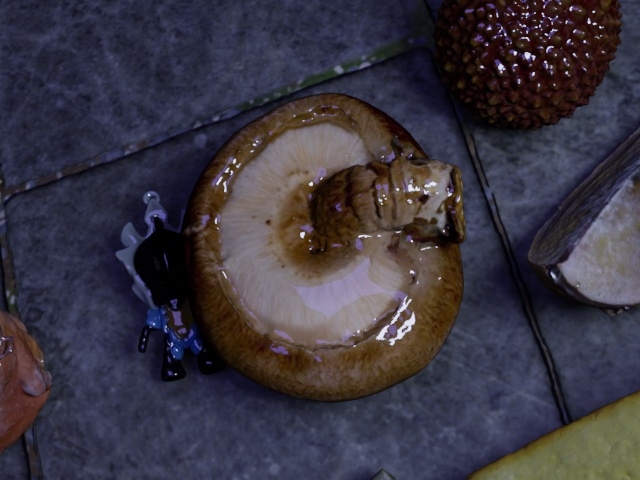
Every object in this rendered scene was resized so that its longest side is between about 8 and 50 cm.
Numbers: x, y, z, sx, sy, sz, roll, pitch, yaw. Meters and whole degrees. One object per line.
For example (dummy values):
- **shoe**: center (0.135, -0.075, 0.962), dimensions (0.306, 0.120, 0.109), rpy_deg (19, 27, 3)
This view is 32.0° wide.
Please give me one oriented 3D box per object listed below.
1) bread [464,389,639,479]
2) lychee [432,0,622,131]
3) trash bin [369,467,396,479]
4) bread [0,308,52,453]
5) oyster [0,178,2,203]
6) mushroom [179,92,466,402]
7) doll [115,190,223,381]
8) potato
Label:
- **bread**: center (0.269, 0.213, 0.801), dimensions (0.361, 0.245, 0.233), rpy_deg (-19, 65, 4)
- **lychee**: center (0.190, -0.194, 1.028), dimensions (0.188, 0.188, 0.188), rpy_deg (-6, 66, 14)
- **trash bin**: center (0.041, 0.250, 0.958), dimensions (0.092, 0.043, 0.061), rpy_deg (-40, 63, 1)
- **bread**: center (-0.382, 0.132, 1.085), dimensions (0.244, 0.123, 0.190), rpy_deg (-8, 68, 13)
- **oyster**: center (-0.426, -0.024, 1.204), dimensions (0.165, 0.053, 0.108), rpy_deg (-10, 76, 4)
- **mushroom**: center (0.010, 0.003, 1.007), dimensions (0.278, 0.163, 0.297), rpy_deg (-16, 64, 19)
- **doll**: center (-0.145, 0.039, 1.086), dimensions (0.096, 0.070, 0.195), rpy_deg (-14, 71, -6)
- **potato**: center (0.281, -0.017, 0.989), dimensions (0.261, 0.100, 0.120), rpy_deg (-44, 101, -20)
